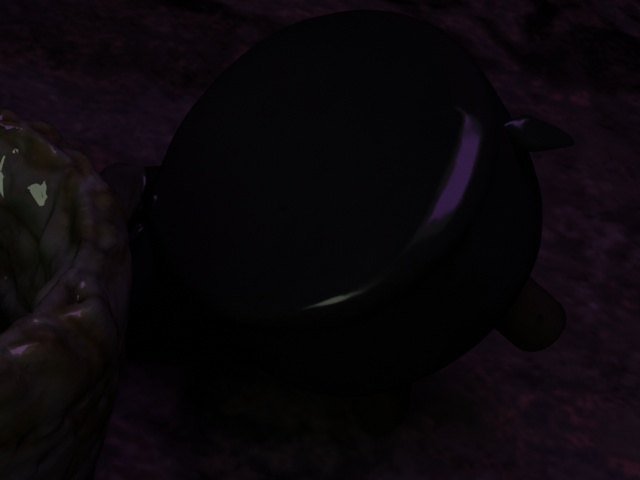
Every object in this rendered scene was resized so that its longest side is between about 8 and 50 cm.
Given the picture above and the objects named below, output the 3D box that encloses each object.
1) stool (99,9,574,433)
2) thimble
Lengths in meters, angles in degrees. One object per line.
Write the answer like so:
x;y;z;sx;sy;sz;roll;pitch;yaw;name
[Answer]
0.002;-0.008;0.670;0.228;0.139;0.153;8;63;33;stool
-0.153;0.053;0.555;0.137;0.143;0.190;30;44;11;thimble
